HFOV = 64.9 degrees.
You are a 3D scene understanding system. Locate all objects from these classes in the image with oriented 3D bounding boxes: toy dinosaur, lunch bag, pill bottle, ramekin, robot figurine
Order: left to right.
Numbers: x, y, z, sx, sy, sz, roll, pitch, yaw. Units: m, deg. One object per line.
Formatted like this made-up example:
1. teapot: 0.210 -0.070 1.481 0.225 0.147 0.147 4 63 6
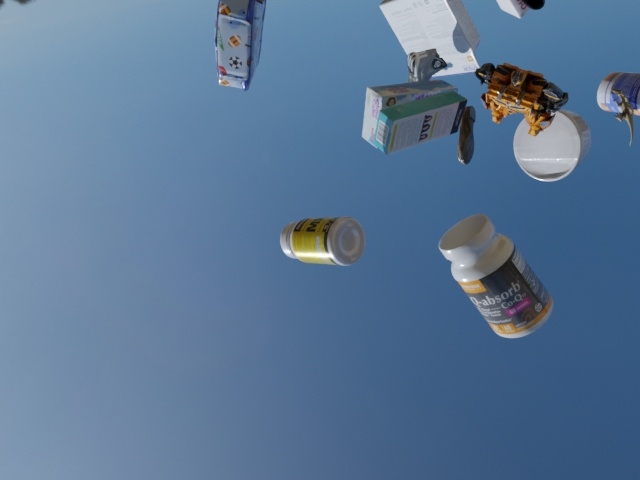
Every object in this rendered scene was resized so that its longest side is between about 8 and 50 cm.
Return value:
1. lunch bag: -0.220 -0.604 1.430 0.115 0.303 0.243 13 -136 -4
2. pill bottle: 0.000 0.000 1.262 0.208 0.119 0.119 1 -146 48
3. pill bottle: 0.412 0.083 1.195 0.162 0.278 0.162 -37 -166 11
4. robot figurine: 0.465 -0.328 1.180 0.211 0.085 0.291 27 -170 23
5. ramekin: 0.882 -0.368 1.900 0.127 0.273 0.273 -20 -147 -33
6. toy dinosaur: 0.911 -0.379 1.495 0.053 0.183 0.092 -19 172 42
7. pill bottle: 1.186 -0.539 1.857 0.152 0.152 0.272 -23 -153 -12

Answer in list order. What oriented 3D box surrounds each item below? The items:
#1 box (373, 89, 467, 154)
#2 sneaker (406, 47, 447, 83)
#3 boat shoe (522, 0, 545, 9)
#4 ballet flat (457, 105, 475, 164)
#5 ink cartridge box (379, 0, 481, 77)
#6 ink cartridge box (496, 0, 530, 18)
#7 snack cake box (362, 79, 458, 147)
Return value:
1. box: 0.254 -0.303 1.279 0.244 0.100 0.060 -21 -129 -26
2. sneaker: 0.364 -0.551 1.699 0.132 0.229 0.086 -20 -116 -1
3. boat shoe: 0.454 -0.573 1.102 0.075 0.065 0.206 -13 169 35
4. ballet flat: 0.567 -0.414 1.984 0.058 0.084 0.250 -3 -107 41
5. ink cartridge box: 0.399 -0.736 1.778 0.071 0.330 0.324 -48 -150 -12
6. ink cartridge box: 0.612 -0.816 1.432 0.278 0.201 0.117 -41 -144 19
7. snack cake box: 0.259 -0.373 1.467 0.264 0.152 0.089 -14 -141 -23
